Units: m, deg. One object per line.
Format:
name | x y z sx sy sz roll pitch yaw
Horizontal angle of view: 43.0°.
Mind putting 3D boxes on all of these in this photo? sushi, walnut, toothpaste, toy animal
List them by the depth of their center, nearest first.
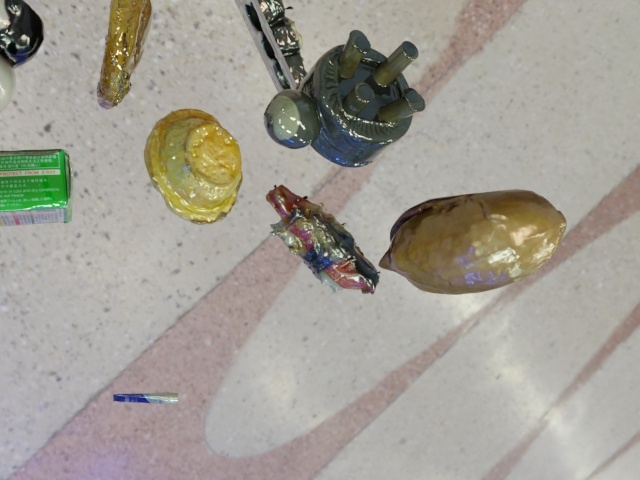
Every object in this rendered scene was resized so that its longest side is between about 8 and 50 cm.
walnut | 0.188 0.001 1.034 0.245 0.137 0.137 -9 139 17
toothpaste | -0.230 0.207 1.068 0.083 0.015 0.024 4 147 -13
sushi | -0.003 0.002 1.248 0.103 0.097 0.226 -36 107 24
toy animal | -0.578 -0.304 1.340 0.165 0.187 0.235 106 8 -72
sushi | -0.084 -0.483 1.962 0.099 0.296 0.373 -27 97 -7

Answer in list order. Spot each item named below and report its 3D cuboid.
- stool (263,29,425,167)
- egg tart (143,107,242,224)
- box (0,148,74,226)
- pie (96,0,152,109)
stool | 0.042 -0.178 1.077 0.228 0.153 0.139 -45 -176 -35
egg tart | -0.282 -0.180 1.920 0.288 0.118 0.289 12 72 -41
box | -0.525 -0.081 1.319 0.249 0.180 0.103 -5 84 -18
pie | -0.358 -0.358 1.476 0.069 0.273 0.274 13 117 -7
